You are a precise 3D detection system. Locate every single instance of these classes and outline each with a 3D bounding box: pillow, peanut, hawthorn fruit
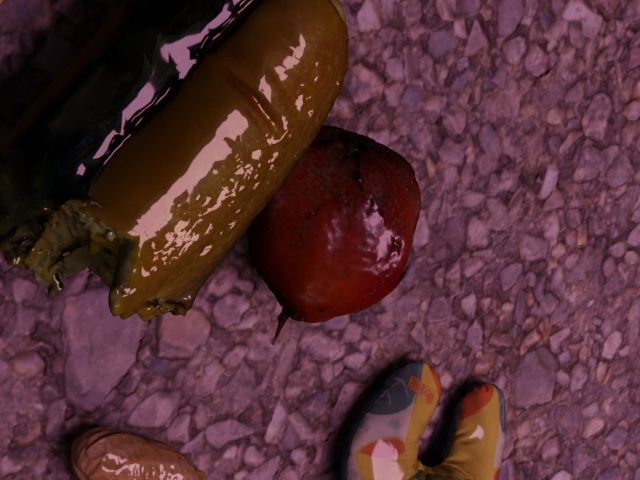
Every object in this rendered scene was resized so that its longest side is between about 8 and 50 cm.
[{"bbox_3d":[0.116,0.246,2.217,0.233,0.086,0.214,22,83,-39],"label":"pillow"},{"bbox_3d":[-0.183,0.236,1.969,0.174,0.080,0.080,26,91,-44],"label":"peanut"},{"bbox_3d":[0.000,0.000,1.970,0.181,0.181,0.235,6,117,-40],"label":"hawthorn fruit"}]

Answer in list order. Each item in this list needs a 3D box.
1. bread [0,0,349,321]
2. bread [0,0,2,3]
[{"bbox_3d":[-0.123,-0.104,1.763,0.376,0.208,0.251,-54,172,-10],"label":"bread"},{"bbox_3d":[-0.305,-0.294,1.655,0.125,0.068,0.188,-51,131,-11],"label":"bread"}]
